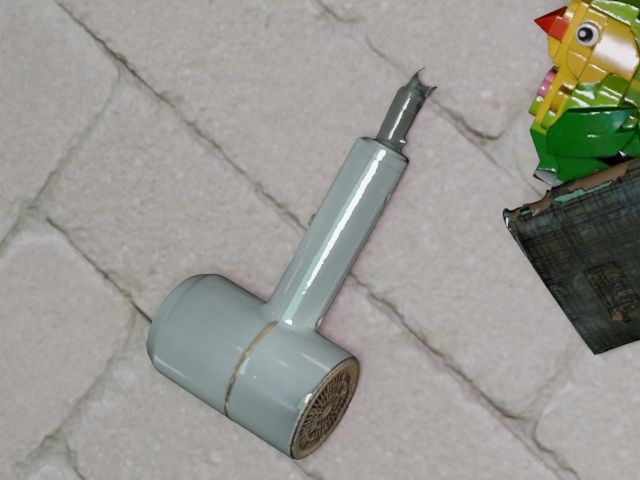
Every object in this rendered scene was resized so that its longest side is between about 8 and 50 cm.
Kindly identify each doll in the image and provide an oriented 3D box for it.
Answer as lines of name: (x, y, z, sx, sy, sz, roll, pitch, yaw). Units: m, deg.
doll: (0.238, -0.112, 1.518, 0.134, 0.106, 0.186, 0, 109, 21)

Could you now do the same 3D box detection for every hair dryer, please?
hair dryer: (0.000, 0.000, 1.649, 0.173, 0.107, 0.357, 31, 94, 18)

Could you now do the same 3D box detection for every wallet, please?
wallet: (0.322, -0.018, 1.478, 0.317, 0.044, 0.169, -22, 124, 22)
